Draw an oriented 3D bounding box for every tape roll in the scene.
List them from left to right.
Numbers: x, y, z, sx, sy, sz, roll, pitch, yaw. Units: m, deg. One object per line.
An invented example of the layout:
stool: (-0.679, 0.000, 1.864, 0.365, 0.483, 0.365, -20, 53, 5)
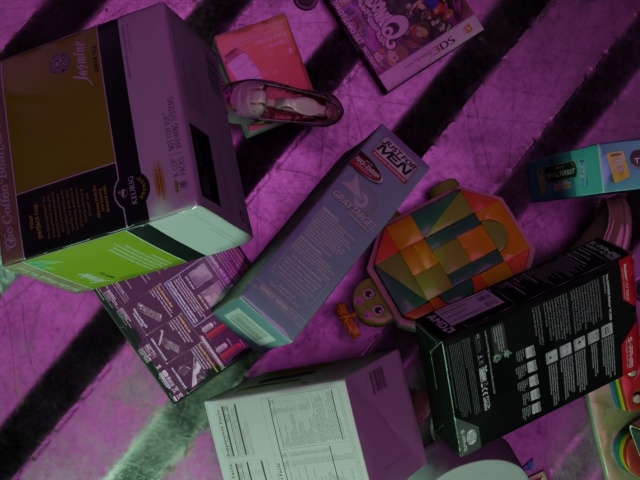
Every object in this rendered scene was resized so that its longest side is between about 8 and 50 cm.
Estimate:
tape roll: (0.237, 0.422, 1.834, 0.219, 0.072, 0.219, -10, 128, -13)

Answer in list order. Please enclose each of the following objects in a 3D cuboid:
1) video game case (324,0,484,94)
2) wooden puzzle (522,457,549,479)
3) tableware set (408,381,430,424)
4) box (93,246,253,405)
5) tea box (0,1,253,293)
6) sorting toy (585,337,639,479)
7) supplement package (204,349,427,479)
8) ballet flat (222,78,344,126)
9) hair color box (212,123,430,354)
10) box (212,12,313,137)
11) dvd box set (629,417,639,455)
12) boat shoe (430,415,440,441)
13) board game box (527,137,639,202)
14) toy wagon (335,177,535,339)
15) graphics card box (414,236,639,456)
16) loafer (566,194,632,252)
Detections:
video game case: (0.136, -0.406, 1.903, 0.210, 0.042, 0.232, -33, 93, -8)
wooden puzzle: (0.381, 0.453, 1.938, 0.078, 0.014, 0.116, -31, 93, -7)
tableware set: (0.136, 0.312, 1.848, 0.020, 0.141, 0.169, 28, 85, -24)
box: (-0.233, 0.081, 1.832, 0.242, 0.076, 0.307, -35, 94, -7)
tea box: (-0.311, -0.129, 1.666, 0.323, 0.220, 0.329, -15, 73, 13)
sorting toy: (0.614, 0.298, 1.932, 0.257, 0.089, 0.256, -14, 91, -8)
supplement package: (-0.006, 0.307, 1.740, 0.262, 0.199, 0.198, -14, 91, 30)
ballet flat: (-0.070, -0.221, 1.762, 0.221, 0.079, 0.077, 5, 91, -6)
hair color box: (0.000, 0.000, 1.761, 0.113, 0.185, 0.374, 41, 69, -7)
box: (-0.094, -0.277, 1.847, 0.130, 0.091, 0.171, -21, 92, -7)
dvd box set: (0.743, 0.338, 1.883, 0.420, 0.062, 0.308, -30, 106, -21)
boat shoe: (0.254, 0.217, 1.885, 0.109, 0.091, 0.305, 7, 89, -7)
board game box: (0.517, -0.121, 1.800, 0.253, 0.336, 0.079, -7, 90, -8)
toy wagon: (0.187, 0.059, 1.846, 0.344, 0.068, 0.267, -27, 73, -9)
graphics card box: (0.343, 0.169, 1.771, 0.371, 0.094, 0.233, -23, 120, -19)
loafer: (0.458, 0.043, 1.894, 0.092, 0.102, 0.269, 17, 99, -6)
